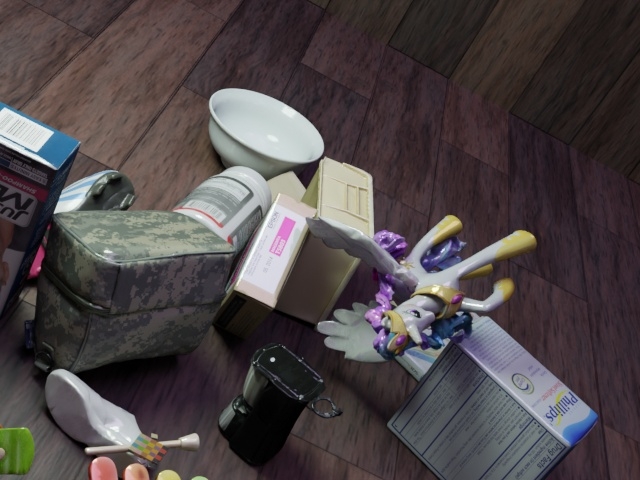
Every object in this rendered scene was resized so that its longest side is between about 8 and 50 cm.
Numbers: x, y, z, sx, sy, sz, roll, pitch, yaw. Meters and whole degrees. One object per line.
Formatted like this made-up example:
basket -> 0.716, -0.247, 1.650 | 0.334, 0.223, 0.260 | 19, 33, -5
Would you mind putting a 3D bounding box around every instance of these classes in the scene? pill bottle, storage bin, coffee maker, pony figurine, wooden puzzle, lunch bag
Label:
pill bottle -> -0.214, -0.040, 2.045 | 0.161, 0.161, 0.283 | 33, 31, 3
storage bin -> 0.000, 0.000, 2.077 | 0.123, 0.262, 0.260 | 21, 33, -12
coffee maker -> -0.078, 0.295, 1.681 | 0.120, 0.178, 0.171 | -3, 43, -40
pony figurine -> 0.162, 0.078, 1.802 | 0.363, 0.303, 0.351 | -29, 27, -31
wooden puzzle -> -0.256, 0.311, 1.465 | 0.049, 0.006, 0.083 | 27, 20, 3
lunch bag -> -0.327, 0.096, 1.675 | 0.305, 0.256, 0.212 | -4, 25, -46

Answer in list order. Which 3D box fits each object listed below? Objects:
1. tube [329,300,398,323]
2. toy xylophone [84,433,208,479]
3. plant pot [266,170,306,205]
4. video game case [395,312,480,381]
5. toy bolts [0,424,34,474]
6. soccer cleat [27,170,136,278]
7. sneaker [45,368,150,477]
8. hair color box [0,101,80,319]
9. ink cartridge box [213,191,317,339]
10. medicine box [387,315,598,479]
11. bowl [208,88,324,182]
tube -> 0.116, 0.176, 2.134 | 0.240, 0.062, 0.070 | -5, 90, -51
toy xylophone -> -0.237, 0.396, 1.452 | 0.323, 0.081, 0.236 | -2, 63, -39
plant pot -> -0.095, -0.081, 2.264 | 0.096, 0.109, 0.109 | -11, 50, -34
video game case -> 0.351, 0.295, 2.182 | 0.300, 0.036, 0.329 | 43, 34, 18
toy bolts -> -0.532, 0.340, 1.325 | 0.228, 0.158, 0.218 | 12, 76, -45
soccer cleat -> -0.493, -0.022, 1.853 | 0.331, 0.143, 0.116 | -38, 110, -38
sneaker -> -0.348, 0.283, 1.576 | 0.212, 0.080, 0.094 | 46, 29, 5
hair color box -> -0.534, -0.042, 1.595 | 0.174, 0.347, 0.105 | 27, 32, -6
ink cartridge box -> -0.110, 0.050, 1.900 | 0.088, 0.193, 0.234 | 28, 60, -6
medicine box -> 0.321, 0.343, 1.873 | 0.289, 0.263, 0.149 | 43, 34, 17
bowl -> -0.151, -0.230, 2.380 | 0.298, 0.134, 0.298 | 21, 32, -13
